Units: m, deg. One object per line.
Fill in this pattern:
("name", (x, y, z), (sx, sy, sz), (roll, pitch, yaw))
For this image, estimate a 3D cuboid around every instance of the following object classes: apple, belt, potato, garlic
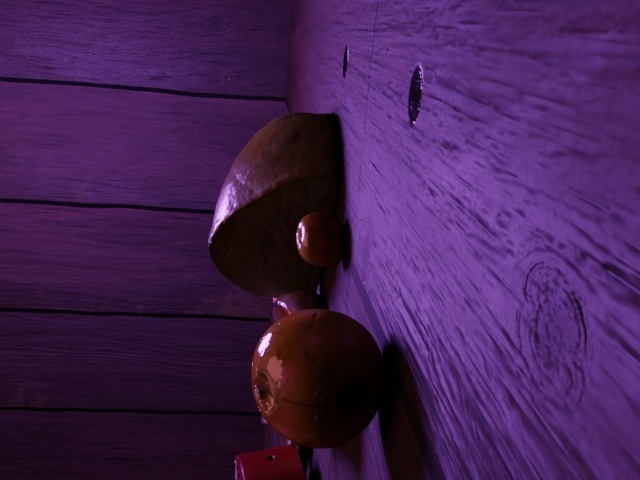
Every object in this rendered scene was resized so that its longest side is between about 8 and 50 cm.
("apple", (0.000, 0.000, 1.024), (0.084, 0.071, 0.084), (-179, 90, -83))
("belt", (-0.089, 0.499, 1.246), (0.324, 0.115, 0.227), (109, 153, -64))
("potato", (-0.091, -0.098, 1.258), (0.330, 0.212, 0.280), (102, 168, -46))
("garlic", (-0.040, 0.171, 1.255), (0.198, 0.090, 0.128), (106, 153, -46))
("apple", (-0.005, 0.139, 0.709), (0.146, 0.146, 0.146), (-177, 90, -83))

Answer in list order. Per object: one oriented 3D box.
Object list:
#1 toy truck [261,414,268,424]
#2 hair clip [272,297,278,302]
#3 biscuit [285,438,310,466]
("toy truck", (-0.028, 0.211, 1.003), (0.253, 0.114, 0.107), (117, 156, -78))
("hair clip", (-0.068, 0.172, 1.566), (0.146, 0.075, 0.257), (106, 161, -44))
("biscuit", (-0.075, 0.324, 1.433), (0.197, 0.049, 0.301), (104, 158, -52))
